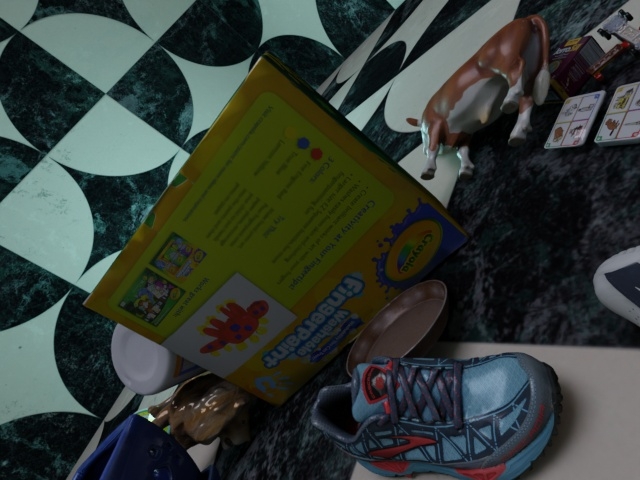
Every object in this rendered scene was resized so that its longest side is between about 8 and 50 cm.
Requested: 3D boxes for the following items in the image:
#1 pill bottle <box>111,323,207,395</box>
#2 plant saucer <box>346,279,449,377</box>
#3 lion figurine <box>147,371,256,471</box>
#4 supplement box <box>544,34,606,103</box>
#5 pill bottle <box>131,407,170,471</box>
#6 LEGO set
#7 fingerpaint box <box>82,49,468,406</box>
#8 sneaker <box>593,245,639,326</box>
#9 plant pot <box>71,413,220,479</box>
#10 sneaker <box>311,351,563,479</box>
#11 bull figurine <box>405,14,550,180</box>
[{"bbox_3d":[-0.255,0.192,0.810,0.152,0.152,0.272,-47,-18,19],"label":"pill bottle"},{"bbox_3d":[0.103,0.120,0.518,0.168,0.029,0.168,-43,5,5],"label":"plant saucer"},{"bbox_3d":[-0.256,0.341,0.865,0.240,0.142,0.392,-43,13,-9],"label":"lion figurine"},{"bbox_3d":[0.356,-0.246,0.583,0.083,0.043,0.055,-51,18,6],"label":"supplement box"},{"bbox_3d":[-0.445,0.529,1.006,0.117,0.118,0.208,-54,20,0],"label":"pill bottle"},{"bbox_3d":[0.396,-0.210,0.460,0.244,0.060,0.182,-65,24,-4],"label":"LEGO set"},{"bbox_3d":[-0.072,0.010,0.643,0.445,0.371,0.163,-47,20,20],"label":"fingerpaint box"},{"bbox_3d":[0.230,0.097,0.220,0.153,0.094,0.235,-46,30,-2],"label":"sneaker"},{"bbox_3d":[-0.305,0.470,0.643,0.236,0.212,0.236,-45,21,24],"label":"plant pot"},{"bbox_3d":[0.088,0.166,0.385,0.262,0.125,0.104,-38,26,38],"label":"sneaker"},{"bbox_3d":[0.238,-0.206,0.655,0.310,0.101,0.188,128,151,-61],"label":"bull figurine"}]
